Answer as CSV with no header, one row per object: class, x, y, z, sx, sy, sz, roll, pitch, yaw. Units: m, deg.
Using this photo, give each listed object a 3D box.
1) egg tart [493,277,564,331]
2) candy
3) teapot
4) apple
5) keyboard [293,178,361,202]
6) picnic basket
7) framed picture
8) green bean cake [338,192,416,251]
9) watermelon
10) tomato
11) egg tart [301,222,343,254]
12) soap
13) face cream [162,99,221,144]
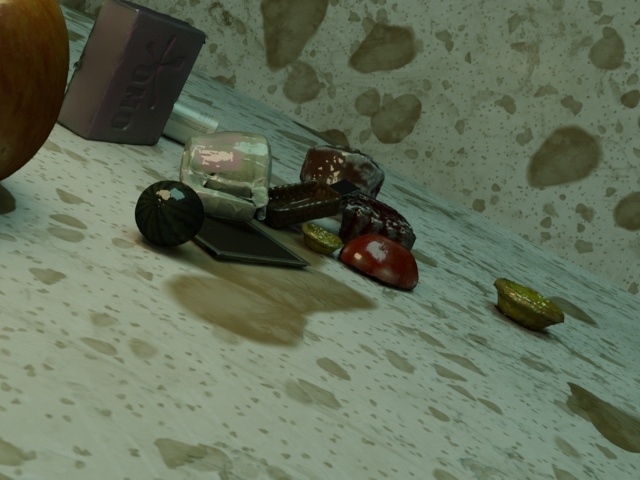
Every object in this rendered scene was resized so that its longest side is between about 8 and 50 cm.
egg tart,0.476,0.154,2.034,0.191,0.074,0.191,25,11,-5
candy,0.053,-0.163,2.287,0.214,0.157,0.289,21,-2,-3
teapot,-0.193,-0.111,1.708,0.178,0.163,0.222,6,58,-15
apple,-0.522,-0.254,1.138,0.400,0.334,0.400,24,11,-5
keyboard,-0.005,-0.090,1.979,0.196,0.015,0.074,-24,33,-24
picnic basket,-0.051,-0.077,1.876,0.193,0.055,0.110,-15,35,-34
framed picture,-0.158,-0.005,1.576,0.197,0.014,0.252,34,15,35
green bean cake,0.115,-0.043,2.075,0.198,0.097,0.233,22,13,-14
watermelon,-0.237,-0.046,1.350,0.105,0.105,0.133,31,-8,21
tomato,0.129,0.034,1.827,0.166,0.082,0.174,31,11,21
egg tart,0.000,0.000,1.806,0.105,0.039,0.105,24,13,-6
soap,-0.406,-0.359,1.902,0.107,0.296,0.285,32,16,17
face cream,-0.423,-0.331,2.189,0.345,0.102,0.102,24,12,-10
